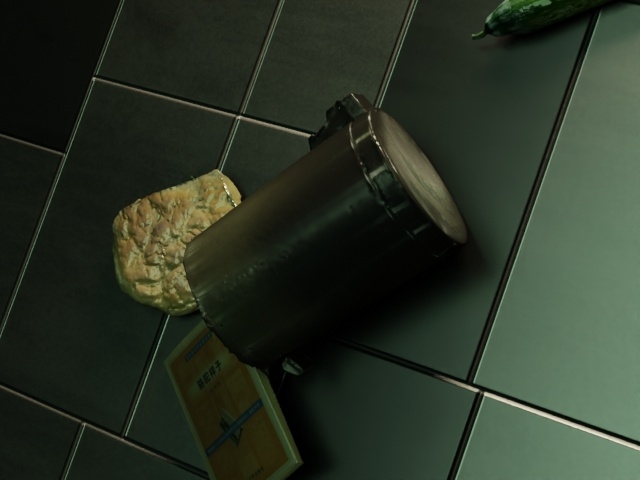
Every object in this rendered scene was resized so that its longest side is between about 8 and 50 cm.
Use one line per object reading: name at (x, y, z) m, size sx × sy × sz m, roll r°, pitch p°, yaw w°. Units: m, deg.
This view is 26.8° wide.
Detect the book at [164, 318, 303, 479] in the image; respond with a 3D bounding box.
book at (-0.117, 0.217, 1.720) m, size 0.170 × 0.018 × 0.241 m, roll -46°, pitch 59°, yaw 37°

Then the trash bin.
trash bin at (0.000, 0.000, 1.644) m, size 0.301 × 0.203 × 0.252 m, roll -35°, pitch 83°, yaw 17°

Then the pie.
pie at (-0.194, 0.010, 1.829) m, size 0.218 × 0.052 × 0.185 m, roll -20°, pitch 67°, yaw 20°

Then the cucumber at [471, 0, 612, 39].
cucumber at (0.298, -0.300, 1.648) m, size 0.250 × 0.056 × 0.056 m, roll -18°, pitch 70°, yaw 20°
